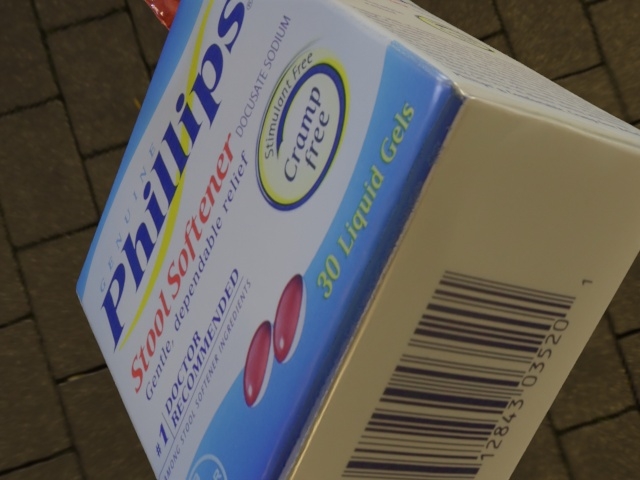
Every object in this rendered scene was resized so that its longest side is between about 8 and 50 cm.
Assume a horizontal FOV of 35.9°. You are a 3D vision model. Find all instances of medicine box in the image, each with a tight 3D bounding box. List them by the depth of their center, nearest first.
[{"bbox_3d":[0.000,0.000,0.551,0.149,0.289,0.263,12,111,-34],"label":"medicine box"}]

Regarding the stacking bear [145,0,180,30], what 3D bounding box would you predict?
[{"bbox_3d":[-0.107,-0.405,1.224,0.289,0.164,0.175,-44,88,15],"label":"stacking bear"}]
